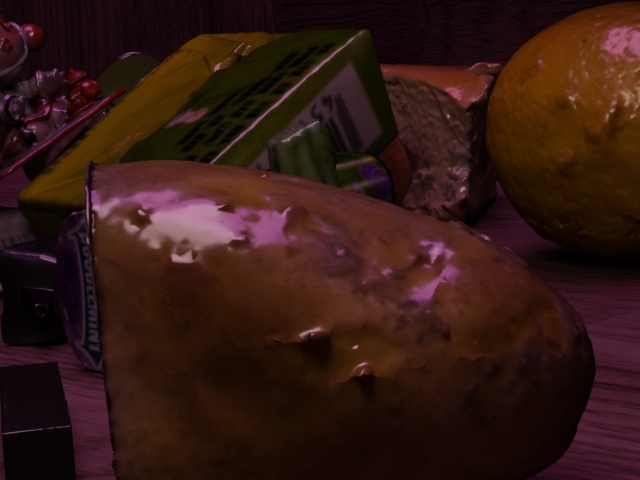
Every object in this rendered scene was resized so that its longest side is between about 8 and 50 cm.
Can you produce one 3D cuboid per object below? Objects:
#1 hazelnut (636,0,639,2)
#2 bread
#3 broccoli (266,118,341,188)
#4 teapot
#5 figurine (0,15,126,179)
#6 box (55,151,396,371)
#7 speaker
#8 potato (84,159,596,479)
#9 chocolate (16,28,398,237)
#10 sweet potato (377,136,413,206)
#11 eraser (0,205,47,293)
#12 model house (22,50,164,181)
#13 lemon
[{"bbox_3d":[0.511,-0.191,1.838,0.359,0.359,0.409,3,12,41],"label":"hazelnut"},{"bbox_3d":[0.174,-0.119,2.011,0.211,0.184,0.224,-5,9,-36],"label":"bread"},{"bbox_3d":[0.000,0.000,1.305,0.194,0.194,0.220,-5,15,-1],"label":"broccoli"},{"bbox_3d":[-0.208,0.042,1.503,0.096,0.087,0.177,5,13,29],"label":"teapot"},{"bbox_3d":[-0.358,-0.186,1.791,0.183,0.226,0.160,-40,10,-32],"label":"figurine"},{"bbox_3d":[-0.068,0.011,1.461,0.097,0.134,0.345,2,13,39],"label":"box"},{"bbox_3d":[-0.189,0.120,1.131,0.046,0.040,0.191,-6,9,-11],"label":"speaker"},{"bbox_3d":[0.012,0.061,0.918,0.266,0.229,0.229,-1,9,-3],"label":"potato"},{"bbox_3d":[-0.106,-0.079,1.700,0.301,0.137,0.288,-45,29,-27],"label":"chocolate"},{"bbox_3d":[-0.008,-0.064,1.941,0.131,0.131,0.336,-9,1,-21],"label":"sweet potato"},{"bbox_3d":[-0.480,0.034,1.698,0.213,0.082,0.397,3,12,43],"label":"eraser"},{"bbox_3d":[-0.192,-0.037,1.923,0.205,0.218,0.279,35,20,-37],"label":"model house"},{"bbox_3d":[0.290,-0.103,1.611,0.284,0.260,0.260,-11,3,40],"label":"lemon"}]
